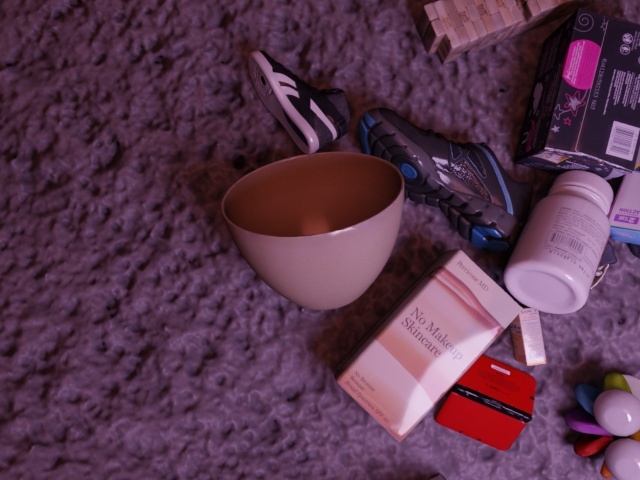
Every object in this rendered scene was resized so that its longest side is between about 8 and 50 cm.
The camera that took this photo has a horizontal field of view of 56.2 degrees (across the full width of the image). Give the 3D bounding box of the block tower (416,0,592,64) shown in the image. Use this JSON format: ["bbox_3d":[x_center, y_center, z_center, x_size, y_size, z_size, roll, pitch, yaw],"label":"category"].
[{"bbox_3d":[0.347,-0.423,1.074,0.336,0.097,0.090,-22,88,-1],"label":"block tower"}]

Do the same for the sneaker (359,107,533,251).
[{"bbox_3d":[0.219,-0.127,1.055,0.341,0.125,0.139,39,68,-4],"label":"sneaker"}]

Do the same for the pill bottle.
[{"bbox_3d":[0.404,-0.003,0.999,0.131,0.131,0.229,33,62,0],"label":"pill bottle"}]

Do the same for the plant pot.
[{"bbox_3d":[0.000,0.000,0.973,0.285,0.284,0.190,-11,120,-2],"label":"plant pot"}]

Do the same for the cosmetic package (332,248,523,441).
[{"bbox_3d":[0.174,0.171,1.016,0.153,0.129,0.296,42,86,2],"label":"cosmetic package"}]

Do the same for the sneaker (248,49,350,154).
[{"bbox_3d":[-0.029,-0.260,1.068,0.121,0.079,0.216,-29,78,-22],"label":"sneaker"}]

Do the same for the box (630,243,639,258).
[{"bbox_3d":[0.686,-0.021,1.020,0.233,0.183,0.059,-39,128,-2],"label":"box"}]

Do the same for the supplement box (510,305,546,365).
[{"bbox_3d":[0.362,0.166,1.056,0.036,0.062,0.098,-8,86,-1],"label":"supplement box"}]

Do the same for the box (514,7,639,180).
[{"bbox_3d":[0.464,-0.241,1.043,0.164,0.142,0.247,15,88,-2],"label":"box"}]

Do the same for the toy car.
[{"bbox_3d":[0.493,0.319,1.026,0.136,0.159,0.181,-14,87,34],"label":"toy car"}]

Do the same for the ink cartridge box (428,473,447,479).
[{"bbox_3d":[0.185,0.566,0.960,0.198,0.197,0.269,-23,88,-2],"label":"ink cartridge box"}]

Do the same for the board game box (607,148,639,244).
[{"bbox_3d":[0.650,-0.130,0.993,0.064,0.242,0.316,33,79,-42],"label":"board game box"}]

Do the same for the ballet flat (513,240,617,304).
[{"bbox_3d":[0.441,0.072,1.061,0.203,0.074,0.074,-34,88,-6],"label":"ballet flat"}]

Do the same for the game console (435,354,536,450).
[{"bbox_3d":[0.295,0.284,1.071,0.144,0.085,0.124,23,55,-1],"label":"game console"}]
